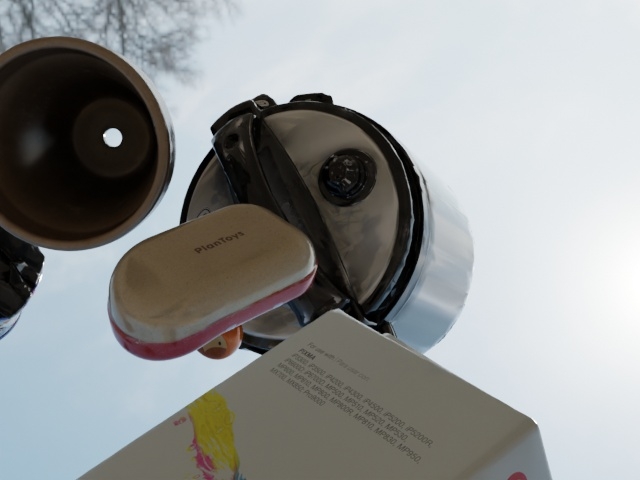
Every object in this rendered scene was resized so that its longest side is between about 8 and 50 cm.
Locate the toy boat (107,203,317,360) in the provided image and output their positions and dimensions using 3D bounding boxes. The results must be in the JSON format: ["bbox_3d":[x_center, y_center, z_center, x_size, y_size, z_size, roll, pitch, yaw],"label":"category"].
[{"bbox_3d":[-0.117,0.067,1.011,0.231,0.151,0.151,-24,-139,-33],"label":"toy boat"}]

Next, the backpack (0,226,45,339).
[{"bbox_3d":[-0.606,0.055,1.535,0.263,0.213,0.276,28,-134,-9],"label":"backpack"}]

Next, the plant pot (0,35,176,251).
[{"bbox_3d":[-0.308,-0.131,1.231,0.263,0.263,0.229,8,-170,1],"label":"plant pot"}]

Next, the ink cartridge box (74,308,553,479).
[{"bbox_3d":[-0.008,0.136,0.353,0.176,0.128,0.127,-33,-149,-22],"label":"ink cartridge box"}]

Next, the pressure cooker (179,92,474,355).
[{"bbox_3d":[0.004,-0.005,1.333,0.370,0.376,0.420,16,176,25],"label":"pressure cooker"}]
